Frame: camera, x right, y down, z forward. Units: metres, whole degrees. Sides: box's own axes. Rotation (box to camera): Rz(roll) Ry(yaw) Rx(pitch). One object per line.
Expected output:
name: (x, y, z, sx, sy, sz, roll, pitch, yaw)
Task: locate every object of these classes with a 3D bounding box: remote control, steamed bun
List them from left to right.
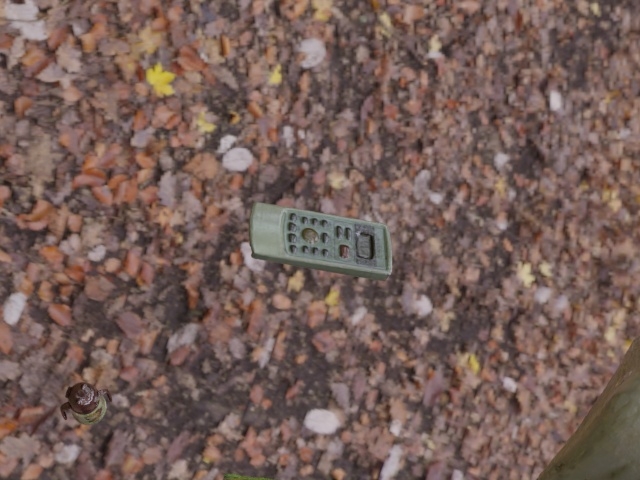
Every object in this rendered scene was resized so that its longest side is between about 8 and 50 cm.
remote control: (0.000, 0.000, 1.743, 0.285, 0.038, 0.123, 12, 54, -17)
steamed bun: (0.467, 0.337, 1.325, 0.247, 0.236, 0.383, -34, 153, -51)

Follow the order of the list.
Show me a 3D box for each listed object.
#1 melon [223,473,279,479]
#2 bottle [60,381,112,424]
melon: (-0.055, 0.416, 1.510, 0.114, 0.262, 0.053, 57, 37, -61)
bottle: (-0.306, 0.211, 1.190, 0.047, 0.101, 0.063, 39, 69, 7)
